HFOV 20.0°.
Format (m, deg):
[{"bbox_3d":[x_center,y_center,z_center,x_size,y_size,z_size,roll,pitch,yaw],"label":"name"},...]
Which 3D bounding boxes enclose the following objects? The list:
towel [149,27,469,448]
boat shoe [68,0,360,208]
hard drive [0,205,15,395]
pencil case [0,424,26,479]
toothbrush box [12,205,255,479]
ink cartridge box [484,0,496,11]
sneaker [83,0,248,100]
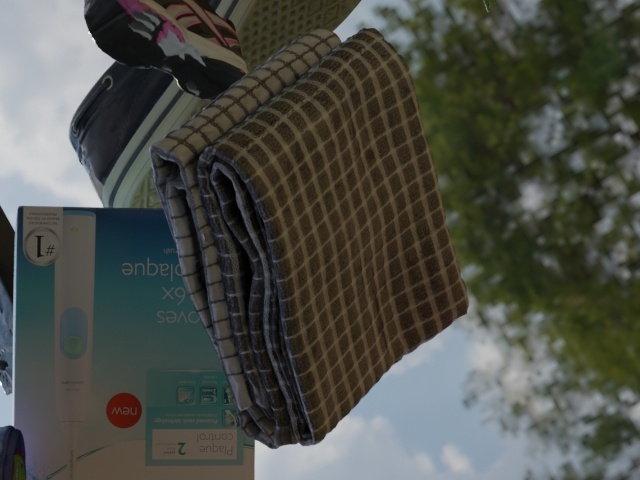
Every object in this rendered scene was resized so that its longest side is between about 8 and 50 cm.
[{"bbox_3d":[0.000,0.000,1.445,0.235,0.121,0.284,-44,-52,-44],"label":"towel"},{"bbox_3d":[-0.093,-0.241,1.910,0.156,0.500,0.187,42,-170,30],"label":"boat shoe"},{"bbox_3d":[-0.398,0.050,2.203,0.054,0.172,0.255,-23,-98,-30],"label":"hard drive"},{"bbox_3d":[-0.381,0.226,1.498,0.133,0.306,0.119,83,-177,-57],"label":"pencil case"},{"bbox_3d":[-0.171,0.119,1.640,0.126,0.216,0.296,171,101,-80],"label":"toothbrush box"},{"bbox_3d":[0.243,-0.351,1.962,0.209,0.062,0.109,-55,-36,-24],"label":"ink cartridge box"},{"bbox_3d":[-0.134,-0.186,1.546,0.178,0.072,0.077,33,-138,-47],"label":"sneaker"}]
